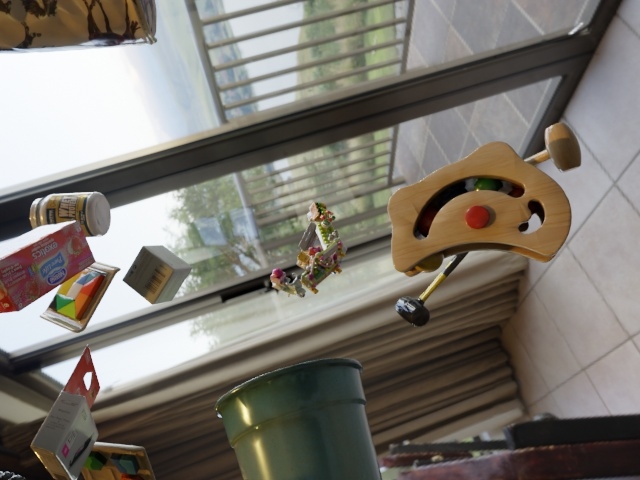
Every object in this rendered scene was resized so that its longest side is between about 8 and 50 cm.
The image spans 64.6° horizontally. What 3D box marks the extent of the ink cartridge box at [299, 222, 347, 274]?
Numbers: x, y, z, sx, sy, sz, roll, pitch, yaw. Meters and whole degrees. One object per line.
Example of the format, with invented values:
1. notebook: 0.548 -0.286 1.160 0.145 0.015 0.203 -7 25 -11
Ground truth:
1. ink cartridge box: 0.011 0.024 1.644 0.060 0.104 0.180 14 159 33

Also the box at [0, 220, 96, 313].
1. box: -0.676 0.058 1.182 0.257 0.128 0.122 -55 -46 -61

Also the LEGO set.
1. LEGO set: 0.000 0.000 1.134 0.107 0.132 0.287 100 -169 -48

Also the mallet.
1. mallet: 0.205 0.066 0.844 0.039 0.189 0.062 42 -175 -22

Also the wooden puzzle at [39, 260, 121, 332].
1. wooden puzzle: -0.778 0.164 1.625 0.221 0.238 0.044 10 153 33

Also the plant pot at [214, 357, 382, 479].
1. plant pot: -0.020 0.471 1.058 0.341 0.342 0.334 87 166 -60

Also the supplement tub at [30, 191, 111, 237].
1. supplement tub: -0.790 -0.078 1.610 0.144 0.200 0.144 177 90 -90

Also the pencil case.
1. pencil case: -0.516 -0.446 0.939 0.160 0.411 0.183 -101 6 -80

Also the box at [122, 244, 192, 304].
1. box: -0.375 0.077 1.168 0.102 0.101 0.087 35 -171 13

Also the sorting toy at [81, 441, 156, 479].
1. sorting toy: -0.604 0.614 1.368 0.041 0.308 0.229 -79 -11 -52

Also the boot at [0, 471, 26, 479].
1. boot: -0.563 0.483 0.726 0.131 0.348 0.260 47 149 36

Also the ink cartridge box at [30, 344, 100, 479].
1. ink cartridge box: -0.565 0.415 1.193 0.275 0.060 0.238 111 177 -50

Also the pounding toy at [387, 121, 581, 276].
1. pounding toy: 0.226 -0.026 0.661 0.154 0.270 0.155 67 -166 17
